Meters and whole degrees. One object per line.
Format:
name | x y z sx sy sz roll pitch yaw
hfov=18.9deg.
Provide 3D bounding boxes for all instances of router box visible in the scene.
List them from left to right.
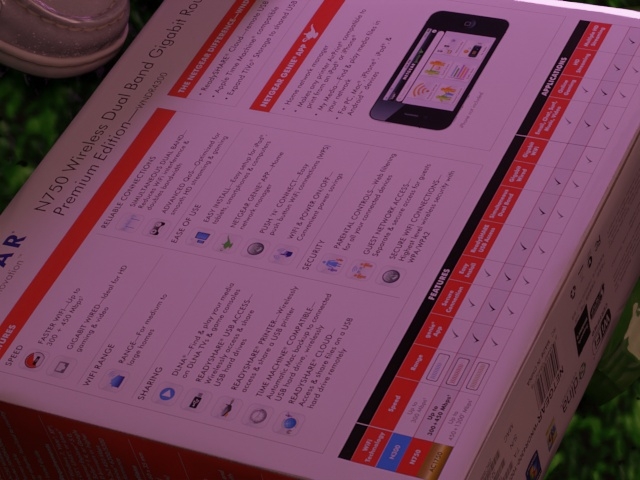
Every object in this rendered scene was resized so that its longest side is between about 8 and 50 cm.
router box | 0.000 0.000 0.974 0.301 0.082 0.335 12 50 26

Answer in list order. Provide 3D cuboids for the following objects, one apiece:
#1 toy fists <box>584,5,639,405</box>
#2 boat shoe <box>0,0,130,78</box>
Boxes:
toy fists | 0.177 -0.039 1.193 0.142 0.096 0.279 36 56 -8
boat shoe | -0.210 -0.234 1.068 0.118 0.103 0.320 -28 82 -36
